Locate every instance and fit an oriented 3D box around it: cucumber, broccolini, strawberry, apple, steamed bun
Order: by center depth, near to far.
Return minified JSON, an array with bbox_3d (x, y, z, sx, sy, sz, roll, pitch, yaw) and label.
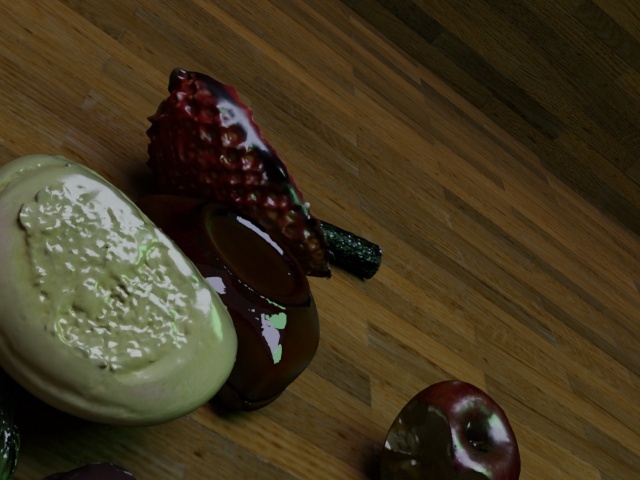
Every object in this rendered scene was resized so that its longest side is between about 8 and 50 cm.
[{"bbox_3d":[-0.250,0.211,0.685,0.054,0.051,0.239,28,36,-42],"label":"broccolini"},{"bbox_3d":[-0.205,0.066,0.794,0.273,0.232,0.166,47,69,-10],"label":"steamed bun"},{"bbox_3d":[0.147,0.253,1.052,0.156,0.158,0.147,46,39,4],"label":"apple"},{"bbox_3d":[-0.114,-0.058,1.140,0.306,0.138,0.233,52,-18,14],"label":"strawberry"},{"bbox_3d":[0.000,0.000,1.357,0.215,0.052,0.058,22,61,-34],"label":"cucumber"}]

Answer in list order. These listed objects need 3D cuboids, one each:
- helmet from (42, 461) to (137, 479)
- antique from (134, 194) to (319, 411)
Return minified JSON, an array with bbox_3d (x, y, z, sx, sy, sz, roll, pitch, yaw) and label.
[{"bbox_3d":[-0.176,0.223,0.730,0.098,0.070,0.123,17,37,-43],"label":"helmet"},{"bbox_3d":[-0.111,0.056,1.015,0.223,0.129,0.278,6,41,-50],"label":"antique"}]
